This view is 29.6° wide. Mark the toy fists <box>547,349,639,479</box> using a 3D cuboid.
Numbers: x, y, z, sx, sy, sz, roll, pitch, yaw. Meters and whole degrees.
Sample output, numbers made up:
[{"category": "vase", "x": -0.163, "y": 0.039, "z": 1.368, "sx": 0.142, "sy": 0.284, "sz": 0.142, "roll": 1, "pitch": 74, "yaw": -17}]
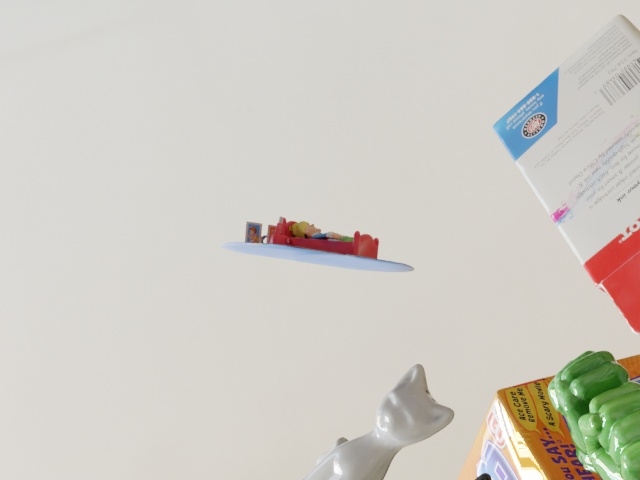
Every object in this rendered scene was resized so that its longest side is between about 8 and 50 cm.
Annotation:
[{"category": "toy fists", "x": 0.337, "y": 0.217, "z": 1.383, "sx": 0.096, "sy": 0.142, "sz": 0.279, "roll": -15, "pitch": -166, "yaw": -3}]

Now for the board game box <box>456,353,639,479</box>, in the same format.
[{"category": "board game box", "x": 0.438, "y": 0.420, "z": 1.746, "sx": 0.356, "sy": 0.356, "sz": 0.356, "roll": -10, "pitch": 140, "yaw": -23}]

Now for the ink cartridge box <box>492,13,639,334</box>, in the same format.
[{"category": "ink cartridge box", "x": 0.239, "y": -0.041, "z": 0.880, "sx": 0.134, "sy": 0.231, "sz": 0.078, "roll": -42, "pitch": 136, "yaw": 19}]

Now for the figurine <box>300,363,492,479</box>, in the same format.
[{"category": "figurine", "x": 0.083, "y": 0.256, "z": 1.191, "sx": 0.092, "sy": 0.215, "sz": 0.209, "roll": 5, "pitch": 136, "yaw": -45}]

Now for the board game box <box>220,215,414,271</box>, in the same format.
[{"category": "board game box", "x": 0.000, "y": 0.000, "z": 1.048, "sx": 0.169, "sy": 0.033, "sz": 0.133, "roll": 8, "pitch": 174, "yaw": -18}]
